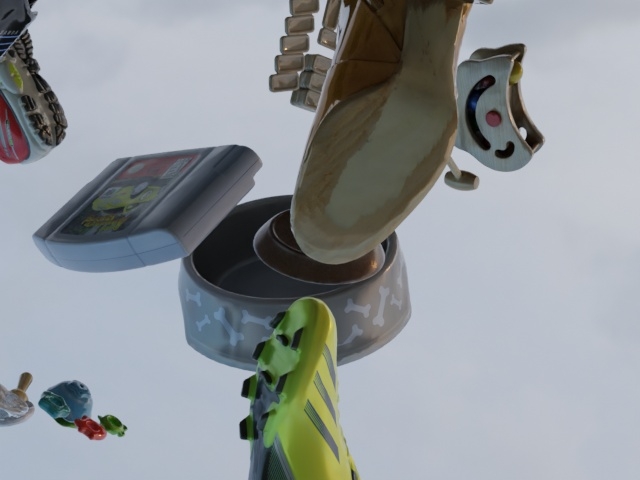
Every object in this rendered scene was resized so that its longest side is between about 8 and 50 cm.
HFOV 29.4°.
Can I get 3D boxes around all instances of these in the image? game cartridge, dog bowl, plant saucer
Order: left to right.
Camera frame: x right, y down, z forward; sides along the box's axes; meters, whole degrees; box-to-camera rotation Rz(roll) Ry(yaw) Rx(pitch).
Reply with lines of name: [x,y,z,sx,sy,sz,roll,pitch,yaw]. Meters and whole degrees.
game cartridge: [-0.228,-0.038,1.528,0.294,0.060,0.196,-3,-139,44]
dog bowl: [-0.040,0.047,1.735,0.349,0.102,0.349,-4,-150,2]
plant saucer: [0.000,0.000,1.539,0.168,0.029,0.168,7,-152,-4]

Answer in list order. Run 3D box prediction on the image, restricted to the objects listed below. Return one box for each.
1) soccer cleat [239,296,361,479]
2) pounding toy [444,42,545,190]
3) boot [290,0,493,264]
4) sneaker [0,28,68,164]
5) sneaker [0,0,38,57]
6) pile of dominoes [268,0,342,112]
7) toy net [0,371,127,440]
soccer cleat: [-0.013,0.196,1.163,0.121,0.289,0.093,7,-175,-23]
pounding toy: [0.294,-0.192,2.094,0.154,0.269,0.155,17,-147,22]
boot: [0.045,-0.133,1.008,0.104,0.295,0.211,25,-174,-18]
sneaker: [-0.456,-0.232,1.668,0.118,0.279,0.107,-24,178,23]
sneaker: [-0.315,-0.199,1.148,0.090,0.232,0.081,-25,-103,-30]
pile of dominoes: [0.005,-0.337,1.992,0.196,0.251,0.040,14,180,-43]
toy net: [-0.338,0.210,1.475,0.122,0.045,0.232,44,-165,26]
